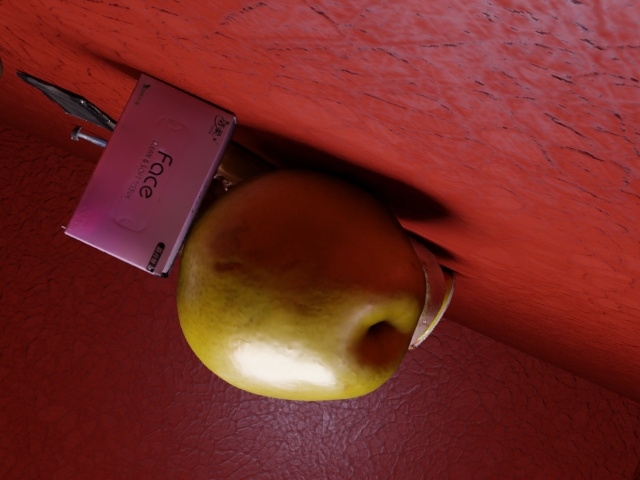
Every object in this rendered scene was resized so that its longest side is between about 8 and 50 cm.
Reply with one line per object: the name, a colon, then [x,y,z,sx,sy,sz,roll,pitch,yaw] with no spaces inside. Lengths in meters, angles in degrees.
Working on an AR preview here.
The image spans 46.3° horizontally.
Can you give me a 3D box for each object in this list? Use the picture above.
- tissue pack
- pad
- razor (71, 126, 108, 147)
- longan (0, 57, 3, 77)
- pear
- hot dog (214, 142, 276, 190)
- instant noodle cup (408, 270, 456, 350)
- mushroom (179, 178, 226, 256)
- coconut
tissue pack: [-0.235,-0.088,1.050,0.149,0.246,0.092,24,175,-1]
pad: [-0.537,-0.295,1.634,0.174,0.022,0.233,24,174,12]
razor: [-0.649,-0.291,2.174,0.135,0.040,0.068,19,180,-33]
longan: [-0.626,-0.324,1.340,0.106,0.106,0.119,18,133,51]
pear: [-0.036,0.066,1.144,0.418,0.362,0.362,25,177,42]
hot dog: [-0.127,-0.108,1.337,0.102,0.076,0.249,16,171,41]
instant noodle cup: [0.172,0.116,1.678,0.174,0.213,0.213,33,174,-9]
mushroom: [-0.170,-0.017,1.488,0.345,0.239,0.345,23,180,0]
coconut: [0.110,0.092,1.462,0.259,0.259,0.259,24,175,2]
